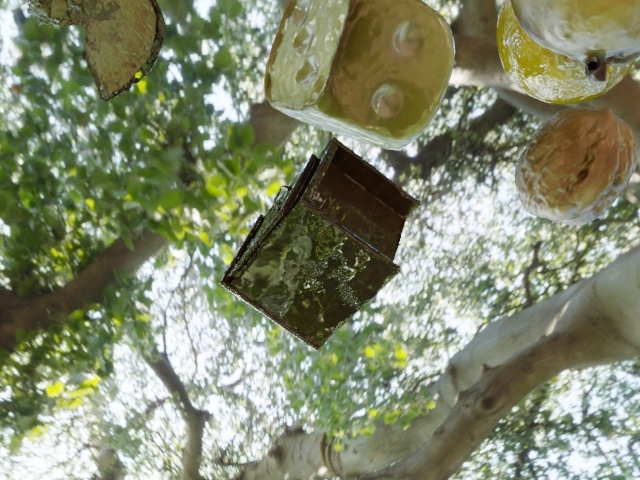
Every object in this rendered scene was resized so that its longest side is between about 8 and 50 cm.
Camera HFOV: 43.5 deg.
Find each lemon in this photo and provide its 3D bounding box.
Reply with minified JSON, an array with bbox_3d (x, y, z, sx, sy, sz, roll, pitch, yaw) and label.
[{"bbox_3d":[0.305,-0.256,0.983,0.178,0.178,0.203,16,-144,4],"label":"lemon"}]

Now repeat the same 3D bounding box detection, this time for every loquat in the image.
[{"bbox_3d":[0.230,-0.240,0.677,0.149,0.172,0.204,-21,-91,25],"label":"loquat"}]

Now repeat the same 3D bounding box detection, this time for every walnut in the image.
[{"bbox_3d":[0.370,-0.112,1.159,0.155,0.184,0.155,18,-144,-13],"label":"walnut"}]

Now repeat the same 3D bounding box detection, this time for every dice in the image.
[{"bbox_3d":[0.062,-0.291,1.329,0.227,0.238,0.233,18,-85,-33],"label":"dice"}]

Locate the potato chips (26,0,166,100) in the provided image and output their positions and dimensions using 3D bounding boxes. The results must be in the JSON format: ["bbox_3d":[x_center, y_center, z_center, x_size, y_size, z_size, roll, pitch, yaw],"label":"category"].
[{"bbox_3d":[-0.346,-0.337,1.235,0.220,0.202,0.029,34,-154,-2],"label":"potato chips"}]

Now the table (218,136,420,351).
[{"bbox_3d":[0.000,0.000,1.084,0.172,0.193,0.169,36,-142,-9],"label":"table"}]
